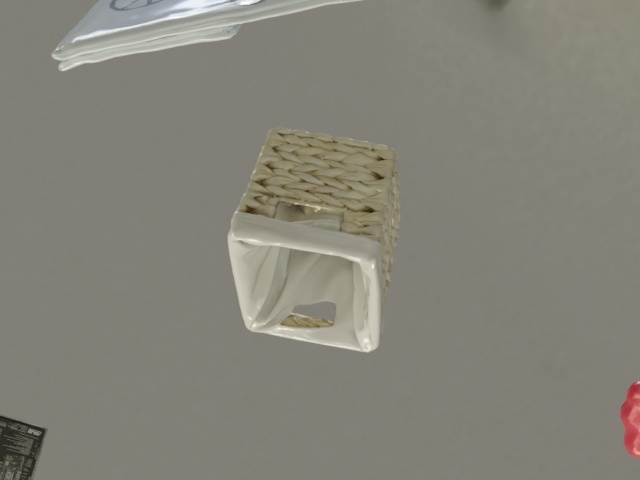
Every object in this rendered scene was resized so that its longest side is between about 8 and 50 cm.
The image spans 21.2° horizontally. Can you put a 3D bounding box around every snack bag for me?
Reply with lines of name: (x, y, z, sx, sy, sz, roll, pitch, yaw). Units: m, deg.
snack bag: (-0.042, -0.256, 1.578, 0.323, 0.343, 0.037, -63, -40, -58)

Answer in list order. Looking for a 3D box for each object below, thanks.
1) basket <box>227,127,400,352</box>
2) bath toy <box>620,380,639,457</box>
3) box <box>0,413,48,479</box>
basket: (0.000, 0.000, 1.307, 0.113, 0.167, 0.103, 10, -118, 8)
bath toy: (0.238, 0.024, 0.816, 0.151, 0.129, 0.348, 59, -146, -9)
box: (-0.273, 0.174, 1.404, 0.083, 0.067, 0.018, 16, 176, 0)
